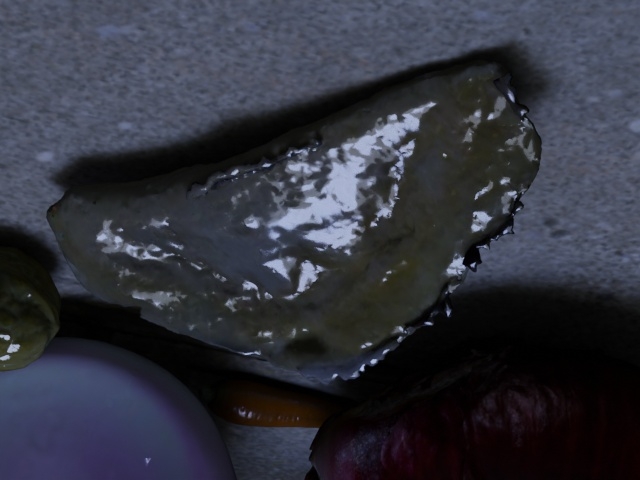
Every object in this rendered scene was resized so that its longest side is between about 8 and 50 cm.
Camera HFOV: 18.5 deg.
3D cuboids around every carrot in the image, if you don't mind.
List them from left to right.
[{"bbox_3d":[-0.026,0.127,1.467,0.142,0.035,0.035,11,147,-18],"label":"carrot"}]

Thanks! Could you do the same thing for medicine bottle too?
[{"bbox_3d":[-0.185,0.235,1.454,0.256,0.256,0.325,5,158,0],"label":"medicine bottle"}]

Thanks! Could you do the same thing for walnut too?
[{"bbox_3d":[-0.218,0.045,1.318,0.092,0.092,0.092,4,148,2],"label":"walnut"}]

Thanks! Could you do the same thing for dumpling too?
[{"bbox_3d":[0.000,-0.004,1.208,0.332,0.086,0.166,-14,110,28],"label":"dumpling"}]

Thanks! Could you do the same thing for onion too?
[{"bbox_3d":[0.138,0.201,1.371,0.314,0.232,0.314,0,141,0],"label":"onion"}]
